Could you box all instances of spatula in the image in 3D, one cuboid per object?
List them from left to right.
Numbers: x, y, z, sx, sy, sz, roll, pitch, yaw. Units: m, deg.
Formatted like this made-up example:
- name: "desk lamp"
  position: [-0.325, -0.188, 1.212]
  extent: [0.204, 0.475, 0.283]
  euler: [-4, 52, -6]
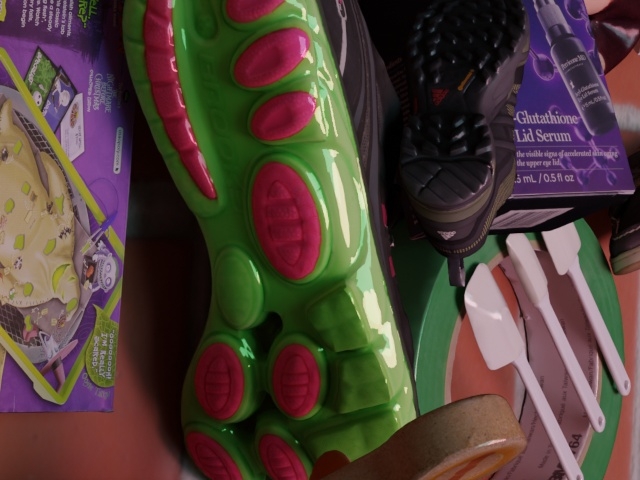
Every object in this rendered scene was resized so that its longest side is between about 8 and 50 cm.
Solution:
- name: "spatula"
  position: [0.196, 0.084, 1.427]
  extent: [0.168, 0.019, 0.242]
  euler: [-56, 131, -40]

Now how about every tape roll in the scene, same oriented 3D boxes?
- name: "tape roll"
  position: [0.145, 0.116, 1.438]
  extent: [0.321, 0.077, 0.321]
  euler: [-4, 95, -49]

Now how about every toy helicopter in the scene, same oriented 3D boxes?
- name: "toy helicopter"
  position: [-0.021, 0.194, 1.062]
  extent: [0.235, 0.355, 0.140]
  euler: [22, 42, -58]

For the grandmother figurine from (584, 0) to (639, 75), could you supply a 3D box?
- name: "grandmother figurine"
  position: [0.248, -0.240, 1.528]
  extent: [0.342, 0.104, 0.208]
  euler: [13, 90, -47]

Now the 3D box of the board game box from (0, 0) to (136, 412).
- name: "board game box"
  position: [-0.201, -0.067, 1.041]
  extent: [0.208, 0.056, 0.347]
  euler: [6, 87, -46]

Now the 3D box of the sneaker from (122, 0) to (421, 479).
- name: "sneaker"
  position: [0.000, 0.000, 1.174]
  extent: [0.202, 0.185, 0.483]
  euler: [-44, 135, -55]

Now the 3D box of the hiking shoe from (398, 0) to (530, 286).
- name: "hiking shoe"
  position: [0.098, -0.079, 1.186]
  extent: [0.114, 0.086, 0.227]
  euler: [83, 19, -47]

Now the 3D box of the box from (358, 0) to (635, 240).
- name: "box"
  position: [0.134, -0.114, 1.323]
  extent: [0.153, 0.108, 0.207]
  euler: [-5, 76, -38]

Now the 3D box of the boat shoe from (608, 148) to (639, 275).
- name: "boat shoe"
  position: [0.312, -0.042, 1.590]
  extent: [0.092, 0.103, 0.285]
  euler: [64, 25, -4]
